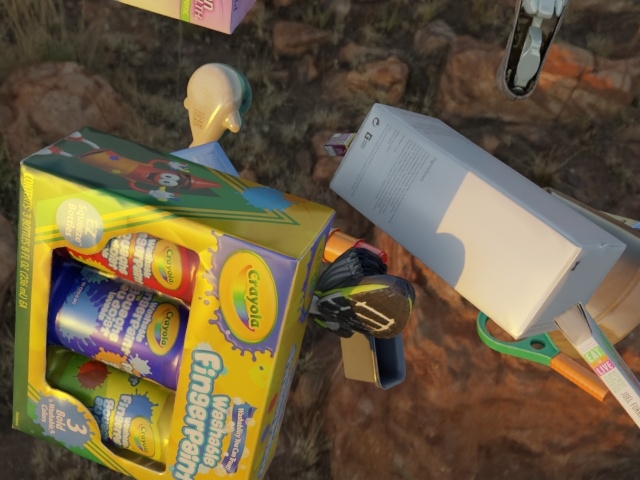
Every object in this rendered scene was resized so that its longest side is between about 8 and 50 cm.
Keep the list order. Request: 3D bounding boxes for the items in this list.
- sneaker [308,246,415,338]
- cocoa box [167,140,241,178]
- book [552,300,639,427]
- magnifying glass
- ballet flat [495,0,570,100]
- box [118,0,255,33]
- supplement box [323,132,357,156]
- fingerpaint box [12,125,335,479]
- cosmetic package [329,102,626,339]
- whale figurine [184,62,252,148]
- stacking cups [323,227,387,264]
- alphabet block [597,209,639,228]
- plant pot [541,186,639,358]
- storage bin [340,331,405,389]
[{"bbox_3d":[0.052,0.063,1.103,0.111,0.300,0.121,29,76,-15],"label":"sneaker"},{"bbox_3d":[-0.285,-0.024,1.847,0.347,0.228,0.231,57,29,1],"label":"cocoa box"},{"bbox_3d":[0.298,0.140,0.786,0.144,0.035,0.096,51,14,-7],"label":"book"},{"bbox_3d":[0.332,0.163,1.169,0.092,0.026,0.231,-31,47,-26],"label":"magnifying glass"},{"bbox_3d":[0.428,-0.421,1.536,0.108,0.315,0.106,11,24,3],"label":"ballet flat"},{"bbox_3d":[-0.189,-0.391,0.911,0.243,0.213,0.117,18,44,5],"label":"box"},{"bbox_3d":[0.061,-0.260,2.127,0.083,0.043,0.055,7,49,41],"label":"supplement box"},{"bbox_3d":[-0.216,0.120,1.070,0.371,0.444,0.163,20,29,9],"label":"fingerpaint box"},{"bbox_3d":[0.217,-0.036,1.111,0.365,0.155,0.197,43,24,31],"label":"cosmetic package"},{"bbox_3d":[-0.271,-0.335,2.086,0.216,0.271,0.141,27,22,33],"label":"whale figurine"},{"bbox_3d":[0.000,0.000,1.731,0.316,0.096,0.096,23,53,22],"label":"stacking cups"},{"bbox_3d":[0.736,0.051,2.058,0.193,0.193,0.197,-21,18,-12],"label":"alphabet block"},{"bbox_3d":[0.529,0.045,1.677,0.280,0.323,0.323,39,54,-8],"label":"plant pot"},{"bbox_3d":[0.092,0.191,1.408,0.091,0.135,0.098,-3,5,40],"label":"storage bin"}]
